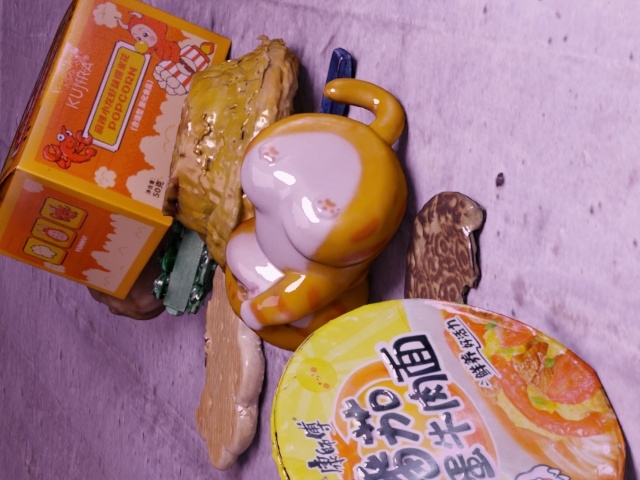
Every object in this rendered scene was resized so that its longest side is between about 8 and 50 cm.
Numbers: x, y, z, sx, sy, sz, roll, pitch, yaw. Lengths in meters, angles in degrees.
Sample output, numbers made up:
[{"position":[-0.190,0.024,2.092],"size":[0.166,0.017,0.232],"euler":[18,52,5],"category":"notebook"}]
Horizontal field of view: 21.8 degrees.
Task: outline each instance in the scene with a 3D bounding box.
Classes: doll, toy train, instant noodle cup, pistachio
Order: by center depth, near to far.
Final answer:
[{"position":[0.080,0.204,1.258],"size":[0.200,0.264,0.264],"euler":[101,157,-46],"category":"instant noodle cup"},{"position":[-0.010,-0.003,1.594],"size":[0.166,0.162,0.269],"euler":[51,136,27],"category":"doll"},{"position":[-0.153,0.011,2.071],"size":[0.104,0.071,0.178],"euler":[-54,-15,-57],"category":"toy train"},{"position":[-0.257,0.021,2.282],"size":[0.137,0.153,0.238],"euler":[52,180,-28],"category":"pistachio"}]

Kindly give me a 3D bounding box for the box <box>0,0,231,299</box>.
[{"position":[-0.275,-0.123,2.089],"size":[0.259,0.214,0.283],"euler":[128,159,-60],"category":"box"}]

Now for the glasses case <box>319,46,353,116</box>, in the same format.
[{"position":[0.019,-0.157,1.696],"size":[0.033,0.023,0.083],"euler":[-115,33,-57],"category":"glasses case"}]

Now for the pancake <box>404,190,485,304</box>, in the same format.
[{"position":[0.114,0.048,1.463],"size":[0.190,0.020,0.184],"euler":[109,152,-44],"category":"pancake"}]

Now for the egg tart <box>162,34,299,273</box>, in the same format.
[{"position":[-0.102,-0.094,1.805],"size":[0.294,0.123,0.294],"euler":[-171,90,-82],"category":"egg tart"}]

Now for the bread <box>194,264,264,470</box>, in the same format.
[{"position":[-0.107,0.163,2.016],"size":[0.182,0.039,0.250],"euler":[-130,44,-58],"category":"bread"}]
